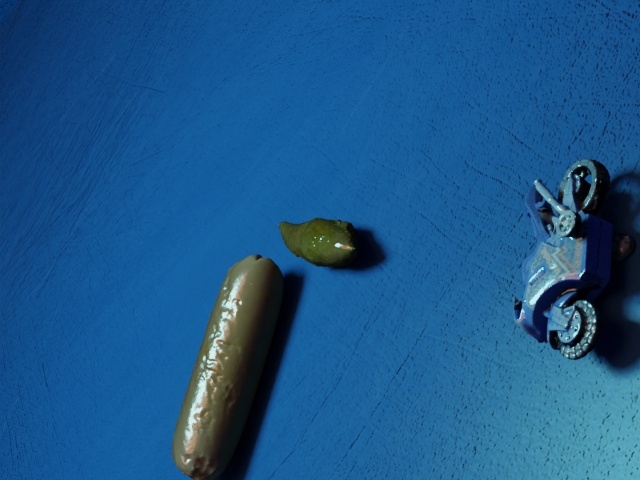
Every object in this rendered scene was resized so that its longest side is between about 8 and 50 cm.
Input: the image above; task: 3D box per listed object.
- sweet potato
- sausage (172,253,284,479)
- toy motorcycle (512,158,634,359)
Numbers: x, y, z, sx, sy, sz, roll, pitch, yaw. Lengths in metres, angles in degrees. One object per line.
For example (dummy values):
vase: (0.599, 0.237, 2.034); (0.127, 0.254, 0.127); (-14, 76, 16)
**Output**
sweet potato: (0.000, 0.000, 1.642); (0.068, 0.060, 0.206); (-36, 23, -22)
sausage: (-0.114, 0.157, 1.677); (0.086, 0.086, 0.289); (1, 73, 56)
toy motorcycle: (0.230, 0.022, 1.284); (0.114, 0.076, 0.205); (-30, 46, 53)
